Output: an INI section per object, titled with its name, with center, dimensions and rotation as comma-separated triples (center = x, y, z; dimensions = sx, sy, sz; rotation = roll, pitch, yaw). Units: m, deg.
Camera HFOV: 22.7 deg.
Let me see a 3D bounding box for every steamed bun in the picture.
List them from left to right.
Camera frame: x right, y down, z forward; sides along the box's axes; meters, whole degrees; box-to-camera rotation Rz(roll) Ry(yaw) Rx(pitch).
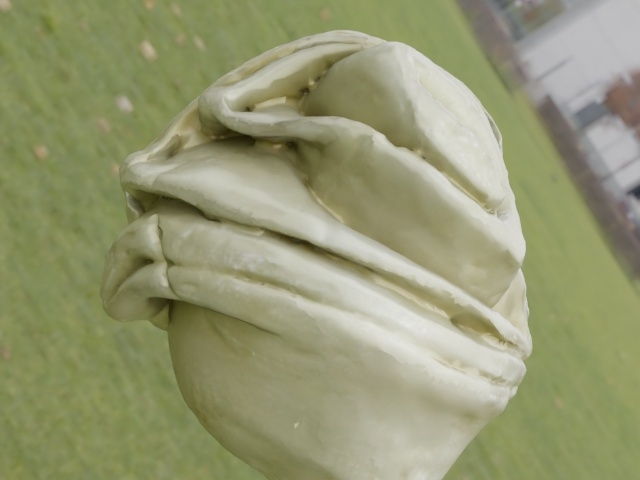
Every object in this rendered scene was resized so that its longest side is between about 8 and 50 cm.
[steamed bun]
center = 0.003, 0.001, 0.975
dimensions = 0.203, 0.276, 0.289
rotation = 93, 17, -53
